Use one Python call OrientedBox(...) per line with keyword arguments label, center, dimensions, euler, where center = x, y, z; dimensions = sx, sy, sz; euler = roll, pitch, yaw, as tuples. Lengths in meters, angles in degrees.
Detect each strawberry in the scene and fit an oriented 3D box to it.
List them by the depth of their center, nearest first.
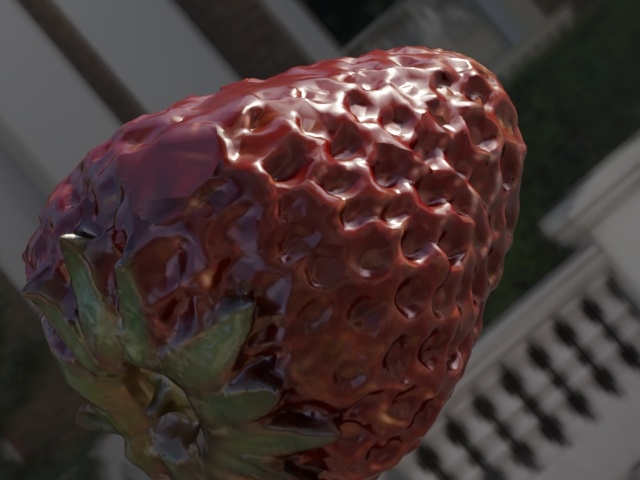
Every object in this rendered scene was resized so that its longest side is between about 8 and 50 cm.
OrientedBox(label="strawberry", center=(0.000, 0.000, 0.845), dimensions=(0.244, 0.205, 0.205), euler=(-46, 1, -33))
